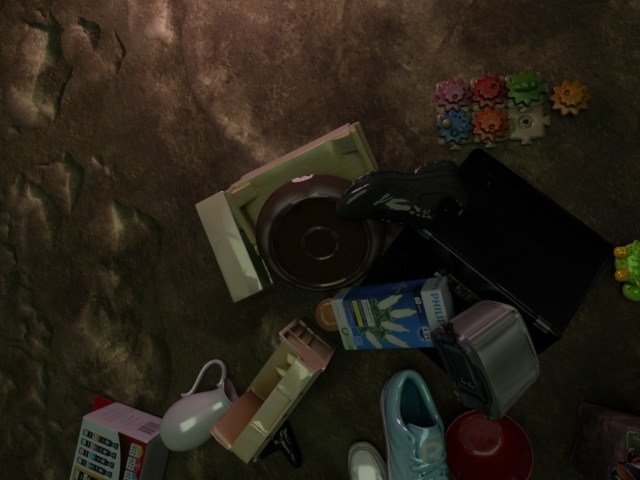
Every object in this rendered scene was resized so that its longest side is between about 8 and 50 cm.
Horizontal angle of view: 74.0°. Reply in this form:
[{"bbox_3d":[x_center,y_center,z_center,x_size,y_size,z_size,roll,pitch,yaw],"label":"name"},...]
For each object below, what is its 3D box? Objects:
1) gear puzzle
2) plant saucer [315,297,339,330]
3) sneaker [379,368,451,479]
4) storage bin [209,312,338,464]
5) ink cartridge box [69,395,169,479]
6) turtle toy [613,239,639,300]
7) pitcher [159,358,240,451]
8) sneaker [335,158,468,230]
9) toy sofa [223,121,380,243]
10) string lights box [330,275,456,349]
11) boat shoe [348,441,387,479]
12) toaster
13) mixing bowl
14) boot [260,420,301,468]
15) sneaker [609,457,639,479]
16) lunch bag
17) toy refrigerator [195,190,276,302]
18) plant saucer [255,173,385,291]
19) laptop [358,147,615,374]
[{"bbox_3d":[0.441,-0.308,0.979,0.338,0.044,0.176,-1,84,13],"label":"gear puzzle"},{"bbox_3d":[0.027,0.188,1.076,0.083,0.013,0.084,-1,87,14],"label":"plant saucer"},{"bbox_3d":[0.203,0.446,0.875,0.135,0.150,0.366,-8,55,-10],"label":"sneaker"},{"bbox_3d":[-0.096,0.327,0.976,0.123,0.260,0.262,37,96,8],"label":"storage bin"},{"bbox_3d":[-0.571,0.619,1.141,0.271,0.130,0.310,13,91,15],"label":"ink cartridge box"},{"bbox_3d":[0.670,0.064,0.902,0.095,0.066,0.130,0,88,13],"label":"turtle toy"},{"bbox_3d":[-0.313,0.428,1.103,0.207,0.125,0.178,-32,60,0],"label":"pitcher"},{"bbox_3d":[0.173,-0.079,0.876,0.286,0.109,0.130,-14,63,-5],"label":"sneaker"},{"bbox_3d":[-0.039,-0.145,1.054,0.362,0.177,0.150,-24,107,11],"label":"toy sofa"},{"bbox_3d":[0.166,0.168,0.960,0.259,0.076,0.133,-11,103,30],"label":"string lights box"},{"bbox_3d":[0.126,0.622,0.992,0.098,0.096,0.277,-16,84,12],"label":"boat shoe"},{"bbox_3d":[0.321,0.217,0.828,0.146,0.129,0.227,-29,102,-19],"label":"toaster"},{"bbox_3d":[0.362,0.451,0.942,0.181,0.098,0.182,-1,87,12],"label":"mixing bowl"},{"bbox_3d":[-0.111,0.529,1.079,0.099,0.045,0.121,-26,75,9],"label":"boot"},{"bbox_3d":[0.568,0.335,0.654,0.180,0.124,0.321,7,80,12],"label":"sneaker"},{"bbox_3d":[0.670,0.442,0.800,0.286,0.235,0.169,13,85,14],"label":"lunch bag"},{"bbox_3d":[-0.214,0.014,1.096,0.094,0.102,0.270,-26,82,11],"label":"toy refrigerator"},{"bbox_3d":[0.000,0.000,0.996,0.310,0.050,0.311,0,117,0],"label":"plant saucer"},{"bbox_3d":[0.369,0.074,0.999,0.382,0.236,0.408,41,125,12],"label":"laptop"}]
